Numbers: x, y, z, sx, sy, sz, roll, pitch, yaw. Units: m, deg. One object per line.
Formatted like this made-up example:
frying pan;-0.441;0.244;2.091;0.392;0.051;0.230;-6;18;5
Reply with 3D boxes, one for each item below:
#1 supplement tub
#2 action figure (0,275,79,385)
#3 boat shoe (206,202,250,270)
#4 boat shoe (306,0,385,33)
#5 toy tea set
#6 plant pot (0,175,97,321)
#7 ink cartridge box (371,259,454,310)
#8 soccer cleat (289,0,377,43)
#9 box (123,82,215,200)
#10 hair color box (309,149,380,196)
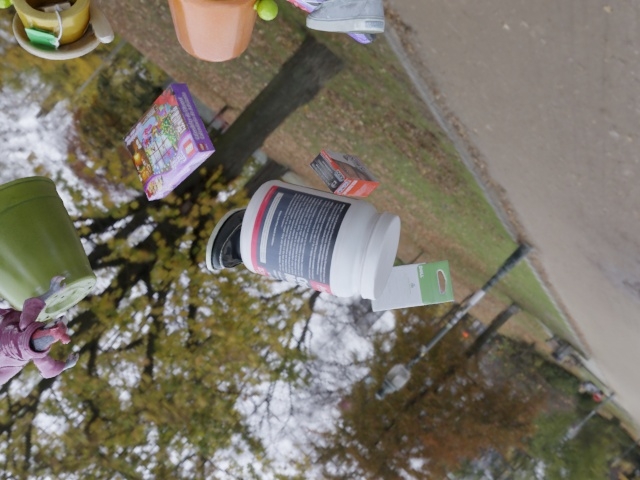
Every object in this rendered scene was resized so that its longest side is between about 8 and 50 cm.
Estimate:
supplement tub;0.000;0.000;1.291;0.272;0.191;0.191;15;177;17
action figure;-0.781;0.250;1.722;0.276;0.370;0.248;-19;-87;-49
boat shoe;-0.156;-0.011;1.606;0.113;0.127;0.340;12;-161;16
boat shoe;0.046;-0.407;1.170;0.079;0.081;0.227;-3;-162;-27
toy tea set;-0.198;-0.278;0.633;0.124;0.336;0.200;107;157;-59
plant pot;-0.895;0.051;2.076;0.353;0.366;0.366;52;-173;8
ink cartridge box;0.231;0.117;1.727;0.062;0.209;0.109;43;-141;-84
soccer cleat;-0.016;-0.494;1.305;0.318;0.116;0.108;42;-153;-23
box;-0.414;-0.260;1.796;0.057;0.293;0.201;-17;-100;-45
hair color box;0.058;-0.151;1.513;0.093;0.053;0.167;52;-155;19
